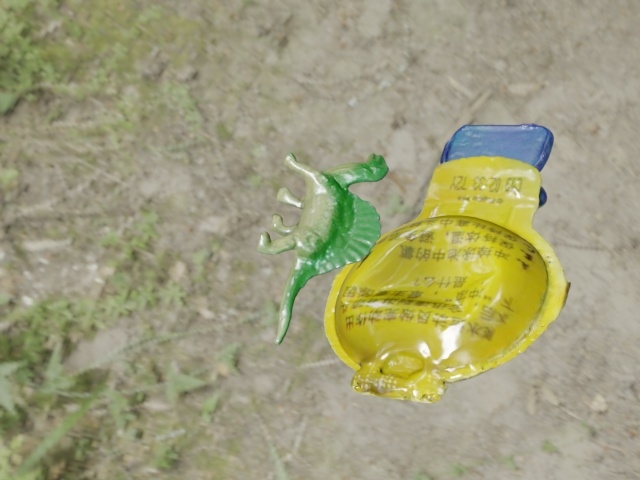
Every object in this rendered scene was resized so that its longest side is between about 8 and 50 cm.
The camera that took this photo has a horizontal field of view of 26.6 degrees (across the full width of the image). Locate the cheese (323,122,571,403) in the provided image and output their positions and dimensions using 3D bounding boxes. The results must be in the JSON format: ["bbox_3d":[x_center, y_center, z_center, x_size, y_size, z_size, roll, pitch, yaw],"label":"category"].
[{"bbox_3d":[0.089,0.008,0.863,0.156,0.064,0.250,4,47,27],"label":"cheese"}]

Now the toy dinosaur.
[{"bbox_3d":[0.000,-0.001,0.706,0.060,0.029,0.119,11,63,6],"label":"toy dinosaur"}]
